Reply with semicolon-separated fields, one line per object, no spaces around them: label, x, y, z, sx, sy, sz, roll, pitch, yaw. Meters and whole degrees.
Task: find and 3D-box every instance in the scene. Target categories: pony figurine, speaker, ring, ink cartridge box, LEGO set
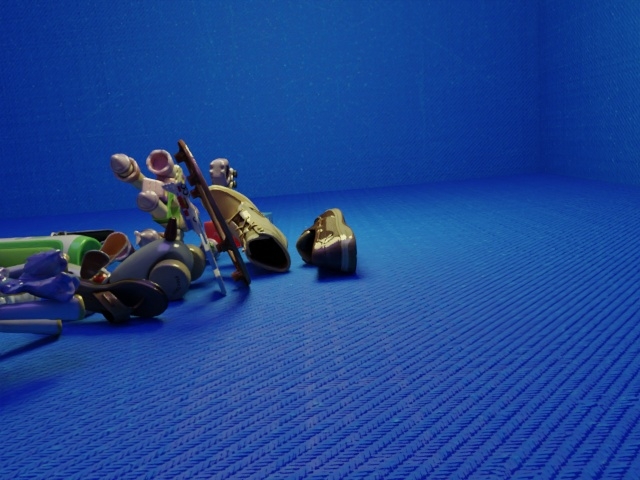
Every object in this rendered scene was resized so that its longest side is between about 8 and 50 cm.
pony figurine;-0.536;0.096;0.786;0.363;0.303;0.351;-5;-11;-36
speaker;-0.671;0.054;1.347;0.296;0.131;0.131;-3;11;14
ring;-0.233;-0.052;1.199;0.032;0.337;0.336;-26;15;-12
ink cartridge box;-0.262;-0.031;1.757;0.134;0.078;0.231;1;12;28
LEGO set;-0.268;-0.015;1.206;0.060;0.182;0.244;-20;36;-10

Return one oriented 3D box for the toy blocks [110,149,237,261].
toy blocks;-0.392;-0.094;1.443;0.309;0.289;0.260;-2;-15;4

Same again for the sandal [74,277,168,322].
sandal;-0.382;0.113;1.027;0.219;0.090;0.060;5;40;5

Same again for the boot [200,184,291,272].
boot;-0.181;-0.029;1.373;0.095;0.262;0.203;-47;14;5

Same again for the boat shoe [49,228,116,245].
boat shoe;-0.699;0.022;1.528;0.301;0.102;0.108;-6;45;-29

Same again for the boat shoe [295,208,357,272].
boat shoe;0.000;0.000;1.373;0.123;0.123;0.342;-5;17;-7

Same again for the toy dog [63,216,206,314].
toy dog;-0.407;0.036;1.193;0.333;0.161;0.220;-9;16;-19

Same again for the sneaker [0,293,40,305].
sneaker;-0.628;0.107;1.099;0.123;0.106;0.290;-7;9;2
